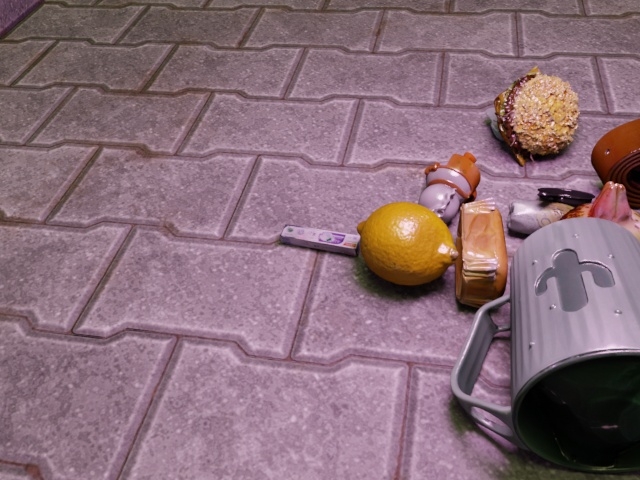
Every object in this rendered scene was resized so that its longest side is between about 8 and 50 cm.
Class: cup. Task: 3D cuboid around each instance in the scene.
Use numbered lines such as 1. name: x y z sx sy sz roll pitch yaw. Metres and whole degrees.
1. cup: 0.444 0.174 1.141 0.400 0.310 0.392 4 39 7

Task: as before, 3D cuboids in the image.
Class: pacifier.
1. pacifier: 0.543 -0.348 1.815 0.126 0.117 0.150 19 39 -12

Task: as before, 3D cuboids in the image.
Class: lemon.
1. lemon: 0.190 0.008 1.421 0.244 0.187 0.187 17 48 23

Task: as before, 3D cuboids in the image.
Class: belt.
1. belt: 0.841 -0.194 1.545 0.338 0.217 0.122 -2 44 0

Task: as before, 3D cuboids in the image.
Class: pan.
1. pan: 0.574 -0.106 1.541 0.136 0.028 0.235 16 15 38

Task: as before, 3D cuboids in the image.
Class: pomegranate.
1. pomegranate: 0.605 -0.017 1.360 0.214 0.248 0.214 -6 38 5

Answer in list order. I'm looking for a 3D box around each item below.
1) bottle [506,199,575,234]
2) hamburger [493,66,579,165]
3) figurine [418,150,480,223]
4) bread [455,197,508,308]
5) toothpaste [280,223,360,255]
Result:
1. bottle: 0.583 -0.044 1.512 0.269 0.083 0.083 9 45 8
2. hamburger: 0.582 -0.334 1.709 0.261 0.243 0.138 -40 20 -16
3. figurine: 0.304 -0.124 1.583 0.143 0.143 0.271 32 53 33
4. bread: 0.355 0.027 1.413 0.106 0.136 0.241 2 41 9
5. toothpaste: 0.000 0.000 1.549 0.196 0.040 0.047 9 49 15
